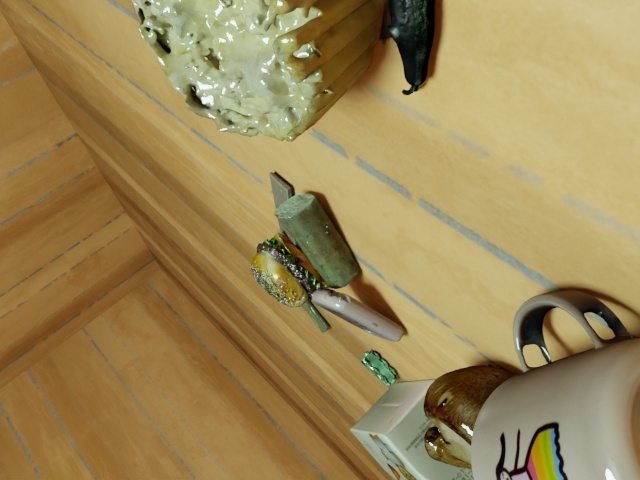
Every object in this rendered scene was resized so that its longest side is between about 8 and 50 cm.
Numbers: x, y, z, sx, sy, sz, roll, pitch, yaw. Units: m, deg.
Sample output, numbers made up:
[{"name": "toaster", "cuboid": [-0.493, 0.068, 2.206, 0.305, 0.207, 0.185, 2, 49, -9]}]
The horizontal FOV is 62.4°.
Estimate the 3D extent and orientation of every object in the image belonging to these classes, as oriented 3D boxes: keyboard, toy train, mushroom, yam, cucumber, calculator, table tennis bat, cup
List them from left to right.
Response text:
[{"name": "keyboard", "cuboid": [-0.060, -0.054, 0.940, 0.055, 0.017, 0.166, 45, 159, 27]}, {"name": "table tennis bat", "cuboid": [-0.060, 0.108, 1.216, 0.246, 0.022, 0.138, 53, 160, -2]}, {"name": "yam", "cuboid": [0.000, 0.000, 0.838, 0.068, 0.068, 0.169, 21, 153, 53]}, {"name": "calculator", "cuboid": [0.064, 0.125, 0.889, 0.175, 0.032, 0.100, 32, 167, -26]}, {"name": "toy train", "cuboid": [0.120, 0.261, 1.077, 0.083, 0.033, 0.053, 44, 163, 17]}, {"name": "cucumber", "cuboid": [0.071, -0.180, 0.424, 0.163, 0.039, 0.043, 76, 169, -45]}, {"name": "mushroom", "cuboid": [0.244, 0.255, 0.696, 0.194, 0.138, 0.231, 8, 146, 42]}, {"name": "cup", "cuboid": [0.252, 0.159, 0.463, 0.200, 0.191, 0.253, 107, 154, -62]}]

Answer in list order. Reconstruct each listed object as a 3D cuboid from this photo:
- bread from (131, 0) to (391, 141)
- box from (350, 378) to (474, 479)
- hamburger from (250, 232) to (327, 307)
[{"name": "bread", "cuboid": [-0.070, -0.222, 0.489, 0.274, 0.149, 0.274, 39, 150, 28]}, {"name": "box", "cuboid": [0.241, 0.433, 0.972, 0.341, 0.143, 0.225, 48, 160, 4]}, {"name": "hamburger", "cuboid": [-0.072, 0.068, 1.045, 0.164, 0.093, 0.189, 43, 165, 6]}]
